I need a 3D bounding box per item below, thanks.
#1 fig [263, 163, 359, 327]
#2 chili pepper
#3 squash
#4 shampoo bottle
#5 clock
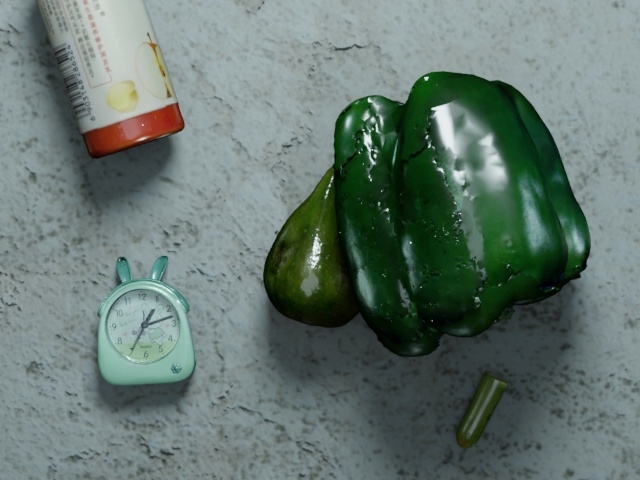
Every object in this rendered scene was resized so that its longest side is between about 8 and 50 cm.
[{"bbox_3d":[0.000,0.000,1.548,0.117,0.117,0.177,4,83,2],"label":"fig"},{"bbox_3d":[0.129,-0.031,1.477,0.233,0.248,0.256,-19,85,16],"label":"chili pepper"},{"bbox_3d":[0.167,0.181,1.595,0.027,0.027,0.083,26,97,-1],"label":"squash"},{"bbox_3d":[-0.228,-0.228,1.529,0.104,0.104,0.278,-18,95,4],"label":"shampoo bottle"},{"bbox_3d":[-0.183,0.084,1.591,0.101,0.041,0.135,-2,95,3],"label":"clock"}]
